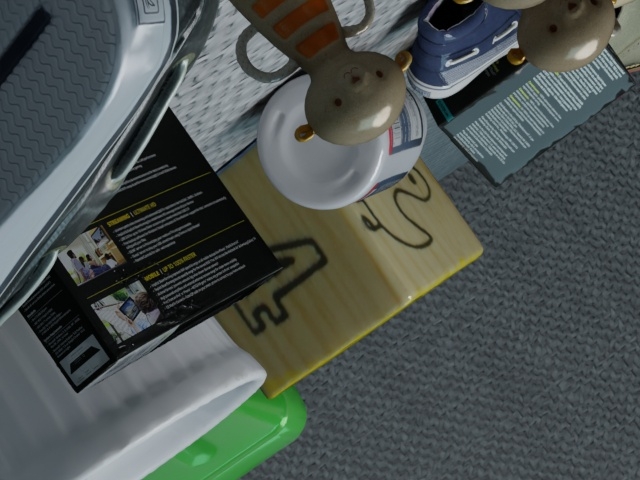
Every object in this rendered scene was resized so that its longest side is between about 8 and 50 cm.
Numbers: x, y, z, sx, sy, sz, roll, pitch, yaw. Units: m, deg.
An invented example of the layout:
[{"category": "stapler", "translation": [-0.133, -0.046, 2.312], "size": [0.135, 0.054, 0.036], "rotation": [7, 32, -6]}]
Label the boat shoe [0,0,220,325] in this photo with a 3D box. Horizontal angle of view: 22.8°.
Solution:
[{"category": "boat shoe", "translation": [-0.156, -0.005, 0.669], "size": [0.335, 0.121, 0.119], "rotation": [-39, 170, 27]}]

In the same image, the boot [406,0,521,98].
[{"category": "boot", "translation": [0.148, -0.199, 1.321], "size": [0.190, 0.069, 0.086], "rotation": [-45, 162, -25]}]

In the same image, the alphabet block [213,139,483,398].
[{"category": "alphabet block", "translation": [0.000, 0.000, 1.484], "size": [0.193, 0.197, 0.192], "rotation": [-37, 176, 31]}]

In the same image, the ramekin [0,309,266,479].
[{"category": "ramekin", "translation": [-0.187, 0.117, 1.095], "size": [0.277, 0.135, 0.277], "rotation": [-34, 173, -5]}]

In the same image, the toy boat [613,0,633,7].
[{"category": "toy boat", "translation": [0.205, -0.236, 0.958], "size": [0.267, 0.148, 0.318], "rotation": [-40, 168, 1]}]

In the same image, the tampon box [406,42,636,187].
[{"category": "tampon box", "translation": [0.180, -0.155, 1.444], "size": [0.161, 0.101, 0.120], "rotation": [-36, -140, 14]}]

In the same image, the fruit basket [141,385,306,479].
[{"category": "fruit basket", "translation": [-0.213, 0.186, 1.708], "size": [0.392, 0.283, 0.392], "rotation": [-27, 158, -12]}]

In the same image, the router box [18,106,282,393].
[{"category": "router box", "translation": [-0.118, -0.001, 0.957], "size": [0.046, 0.133, 0.179], "rotation": [-38, 174, 35]}]

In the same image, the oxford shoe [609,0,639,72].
[{"category": "oxford shoe", "translation": [0.317, -0.249, 1.621], "size": [0.397, 0.140, 0.146], "rotation": [-36, 169, -16]}]

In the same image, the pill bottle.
[{"category": "pill bottle", "translation": [0.026, -0.088, 1.303], "size": [0.108, 0.108, 0.180], "rotation": [-36, 176, 19]}]

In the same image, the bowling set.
[{"category": "bowling set", "translation": [0.094, -0.159, 0.682], "size": [0.287, 0.154, 0.200], "rotation": [-34, 176, -10]}]
